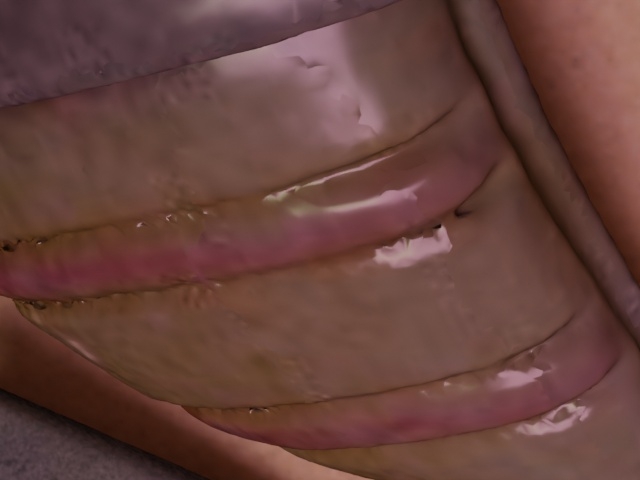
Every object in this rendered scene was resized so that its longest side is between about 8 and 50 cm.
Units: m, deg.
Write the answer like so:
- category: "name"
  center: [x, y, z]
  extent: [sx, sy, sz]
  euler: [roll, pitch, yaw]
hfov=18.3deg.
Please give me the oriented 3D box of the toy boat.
- category: "toy boat"
  center: [-0.023, -0.022, 0.573]
  extent: [0.276, 0.111, 0.293]
  euler: [5, 129, 20]

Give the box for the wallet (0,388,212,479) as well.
- category: "wallet"
  center: [-0.103, 0.168, 0.647]
  extent: [0.167, 0.036, 0.222]
  euler: [27, 85, -18]
